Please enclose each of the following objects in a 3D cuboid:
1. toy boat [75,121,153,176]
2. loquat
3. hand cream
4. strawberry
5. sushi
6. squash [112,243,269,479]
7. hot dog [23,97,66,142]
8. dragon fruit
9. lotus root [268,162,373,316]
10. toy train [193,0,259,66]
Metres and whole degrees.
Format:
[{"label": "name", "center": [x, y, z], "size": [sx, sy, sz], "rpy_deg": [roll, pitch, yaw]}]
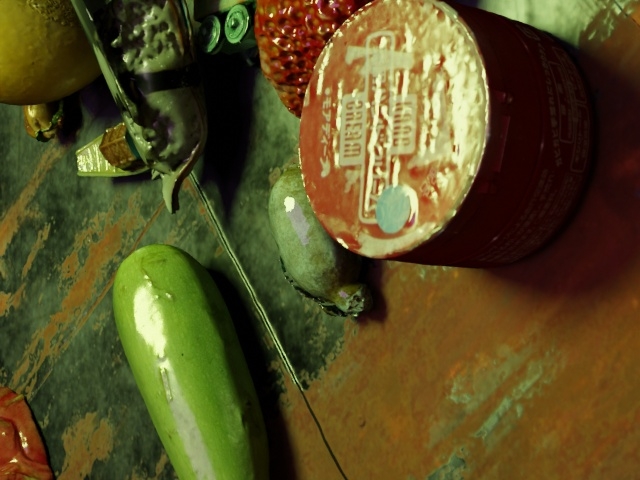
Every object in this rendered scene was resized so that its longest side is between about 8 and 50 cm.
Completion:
[{"label": "toy boat", "center": [-0.219, -0.106, 1.589], "size": [0.172, 0.066, 0.065], "rpy_deg": [-15, 80, 47]}, {"label": "loquat", "center": [-0.345, -0.283, 1.592], "size": [0.263, 0.263, 0.263], "rpy_deg": [-4, 85, 48]}, {"label": "hand cream", "center": [0.105, -0.088, 1.170], "size": [0.230, 0.149, 0.230], "rpy_deg": [-6, 82, 49]}, {"label": "strawberry", "center": [-0.003, -0.221, 1.277], "size": [0.175, 0.106, 0.236], "rpy_deg": [-103, 35, -72]}, {"label": "sushi", "center": [-0.163, -0.172, 1.454], "size": [0.273, 0.109, 0.134], "rpy_deg": [66, 172, -5]}, {"label": "squash", "center": [-0.119, 0.165, 1.428], "size": [0.118, 0.118, 0.371], "rpy_deg": [-44, 59, 37]}, {"label": "hot dog", "center": [-0.348, -0.210, 1.743], "size": [0.072, 0.055, 0.188], "rpy_deg": [114, 149, -67]}, {"label": "dragon fruit", "center": [-0.443, 0.363, 1.748], "size": [0.205, 0.152, 0.317], "rpy_deg": [31, 111, 43]}, {"label": "lotus root", "center": [-0.003, 0.001, 1.336], "size": [0.088, 0.088, 0.165], "rpy_deg": [-30, 76, 43]}, {"label": "toy train", "center": [-0.064, -0.247, 1.424], "size": [0.176, 0.074, 0.118], "rpy_deg": [-11, 76, 49]}]
